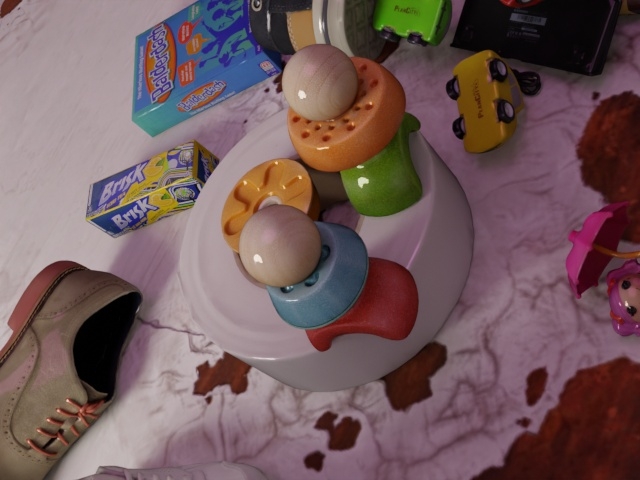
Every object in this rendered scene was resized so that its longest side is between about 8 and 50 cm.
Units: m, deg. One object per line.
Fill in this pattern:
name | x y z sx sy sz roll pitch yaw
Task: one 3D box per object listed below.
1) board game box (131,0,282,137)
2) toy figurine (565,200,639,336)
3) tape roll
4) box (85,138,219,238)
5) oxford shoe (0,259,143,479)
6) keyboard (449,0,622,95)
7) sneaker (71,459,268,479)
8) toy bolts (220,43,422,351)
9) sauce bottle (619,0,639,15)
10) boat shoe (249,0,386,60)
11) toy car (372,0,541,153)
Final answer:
board game box | -0.154 -0.248 1.101 0.210 0.047 0.160 -23 53 23
toy figurine | 0.269 0.024 0.637 0.159 0.130 0.173 -17 79 42
tape roll | 0.000 0.000 0.819 0.286 0.100 0.286 -16 57 26
box | -0.207 -0.061 1.025 0.169 0.054 0.059 -20 54 25
oxford shoe | -0.306 0.185 0.908 0.130 0.123 0.348 8 70 31
keyboard | 0.207 -0.202 0.832 0.180 0.023 0.108 28 105 46
sneaker | -0.157 0.248 0.770 0.232 0.115 0.090 -18 56 25
toy bolts | -0.025 -0.030 0.680 0.218 0.158 0.229 -18 56 25
sauce bottle | 0.294 -0.234 0.793 0.128 0.042 0.042 10 70 38
boat shoe | 0.035 -0.432 0.994 0.156 0.187 0.500 7 73 30
toy car | 0.145 -0.220 0.846 0.225 0.053 0.239 28 105 46
